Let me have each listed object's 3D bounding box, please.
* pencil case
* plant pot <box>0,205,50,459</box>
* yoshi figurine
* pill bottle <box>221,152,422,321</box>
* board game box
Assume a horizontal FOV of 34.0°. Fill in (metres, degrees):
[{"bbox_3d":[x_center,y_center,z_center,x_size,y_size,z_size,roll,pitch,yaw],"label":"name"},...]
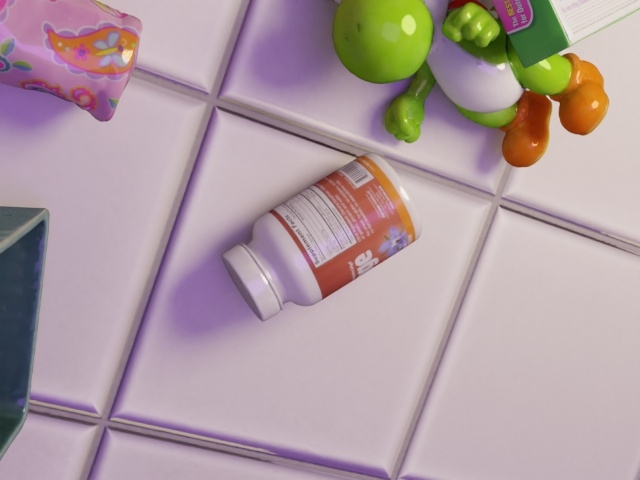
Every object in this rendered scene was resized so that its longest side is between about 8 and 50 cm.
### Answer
[{"bbox_3d":[-0.325,-0.219,1.051,0.284,0.124,0.124,18,96,-22],"label":"pencil case"},{"bbox_3d":[-0.426,0.089,1.024,0.252,0.248,0.247,8,100,-4],"label":"plant pot"},{"bbox_3d":[0.144,-0.200,1.190,0.362,0.203,0.203,29,98,-21],"label":"yoshi figurine"},{"bbox_3d":[0.000,0.000,1.219,0.216,0.121,0.121,-32,111,-10],"label":"pill bottle"},{"bbox_3d":[0.237,-0.371,1.145,0.242,0.064,0.316,-30,95,-43],"label":"board game box"}]
